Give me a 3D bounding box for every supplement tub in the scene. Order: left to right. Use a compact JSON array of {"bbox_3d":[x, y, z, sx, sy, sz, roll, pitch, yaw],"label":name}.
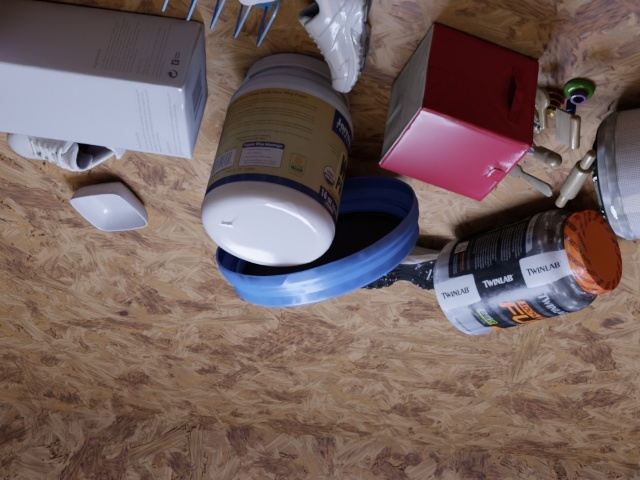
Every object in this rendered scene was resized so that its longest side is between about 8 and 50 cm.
[{"bbox_3d":[-0.066,-0.140,1.820,0.228,0.316,0.228,8,150,5],"label":"supplement tub"},{"bbox_3d":[0.413,0.060,2.122,0.338,0.207,0.207,-20,138,42],"label":"supplement tub"}]

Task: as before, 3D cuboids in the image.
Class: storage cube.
[{"bbox_3d":[0.226,-0.206,1.750,0.193,0.184,0.215,18,149,-12],"label":"storage cube"}]

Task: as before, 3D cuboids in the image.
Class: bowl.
[{"bbox_3d":[-0.456,-0.079,2.311,0.142,0.053,0.142,-6,146,25],"label":"bowl"},{"bbox_3d":[0.000,0.000,1.982,0.391,0.391,0.077,-6,116,27],"label":"bowl"}]

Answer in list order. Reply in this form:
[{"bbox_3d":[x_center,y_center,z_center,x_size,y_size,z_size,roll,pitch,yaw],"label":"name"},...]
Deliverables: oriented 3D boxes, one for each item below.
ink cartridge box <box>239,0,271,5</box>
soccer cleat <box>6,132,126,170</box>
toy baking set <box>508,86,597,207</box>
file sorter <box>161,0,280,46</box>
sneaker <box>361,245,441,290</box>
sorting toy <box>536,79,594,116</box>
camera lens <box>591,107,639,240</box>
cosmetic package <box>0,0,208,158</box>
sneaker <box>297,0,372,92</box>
[{"bbox_3d":[-0.038,-0.434,1.408,0.160,0.220,0.092,-6,147,25],"label":"ink cartridge box"},{"bbox_3d":[-0.495,-0.192,2.041,0.331,0.143,0.116,-10,144,32],"label":"soccer cleat"},{"bbox_3d":[0.387,-0.156,1.811,0.030,0.197,0.256,-21,152,-18],"label":"toy baking set"},{"bbox_3d":[-0.147,-0.389,1.636,0.170,0.105,0.118,18,150,-13],"label":"file sorter"},{"bbox_3d":[0.190,0.040,2.283,0.271,0.108,0.100,3,134,-19],"label":"sneaker"},{"bbox_3d":[0.414,-0.231,1.789,0.102,0.042,0.061,-13,142,34],"label":"sorting toy"},{"bbox_3d":[0.599,-0.120,1.743,0.274,0.220,0.219,-8,145,28],"label":"camera lens"},{"bbox_3d":[-0.401,-0.284,1.849,0.384,0.156,0.217,10,150,2],"label":"cosmetic package"},{"bbox_3d":[0.021,-0.337,1.706,0.115,0.090,0.232,13,142,8],"label":"sneaker"}]
